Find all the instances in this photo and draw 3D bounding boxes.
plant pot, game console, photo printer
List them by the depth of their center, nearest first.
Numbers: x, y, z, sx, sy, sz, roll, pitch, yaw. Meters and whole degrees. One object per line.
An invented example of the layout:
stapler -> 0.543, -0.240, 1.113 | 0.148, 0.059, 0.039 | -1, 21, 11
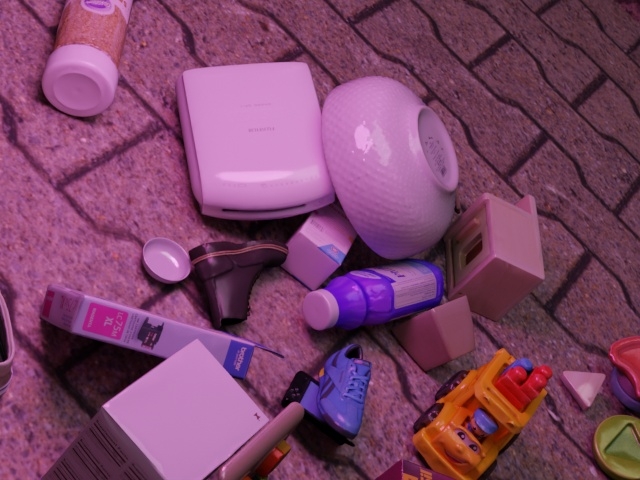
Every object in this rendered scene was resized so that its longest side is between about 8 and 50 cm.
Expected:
game console -> 0.008, 0.262, 1.754 | 0.122, 0.071, 0.107 | 37, 46, -8
photo printer -> -0.111, -0.170, 1.962 | 0.256, 0.107, 0.308 | -5, 55, -11
plant pot -> 0.211, 0.170, 1.990 | 0.109, 0.109, 0.096 | -17, 80, -47

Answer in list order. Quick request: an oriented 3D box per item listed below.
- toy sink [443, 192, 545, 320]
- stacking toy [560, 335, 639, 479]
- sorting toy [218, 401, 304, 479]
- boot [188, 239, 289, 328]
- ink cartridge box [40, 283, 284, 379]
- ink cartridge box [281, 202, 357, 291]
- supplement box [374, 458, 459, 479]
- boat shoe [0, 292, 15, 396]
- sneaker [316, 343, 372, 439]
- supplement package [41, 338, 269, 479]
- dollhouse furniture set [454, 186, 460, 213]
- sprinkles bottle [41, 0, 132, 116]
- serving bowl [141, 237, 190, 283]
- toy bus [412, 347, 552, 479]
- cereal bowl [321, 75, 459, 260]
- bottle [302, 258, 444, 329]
toy sink -> 0.332, 0.009, 2.192 | 0.131, 0.153, 0.234 | 25, 43, -20
stacking toy -> 0.619, 0.358, 2.192 | 0.279, 0.130, 0.309 | -12, 57, -15
sorting toy -> -0.105, 0.330, 1.494 | 0.038, 0.208, 0.193 | 38, 38, 13
boot -> -0.122, 0.074, 1.836 | 0.198, 0.077, 0.137 | -4, 72, -42
ink cartridge box -> -0.225, 0.135, 1.597 | 0.311, 0.186, 0.065 | 17, 86, -26
ink cartridge box -> 0.000, 0.000, 1.971 | 0.092, 0.090, 0.143 | 39, 38, -5
supplement box -> 0.181, 0.427, 1.743 | 0.188, 0.081, 0.104 | 24, 43, -21
boat shoe -> -0.472, 0.069, 1.513 | 0.109, 0.094, 0.302 | -5, 58, -42
sneaker -> 0.043, 0.228, 1.755 | 0.069, 0.082, 0.209 | 36, 18, -15
supplement package -> -0.216, 0.272, 1.457 | 0.149, 0.203, 0.194 | 48, 39, 6
dollhouse furniture set -> 0.177, -0.094, 2.245 | 0.181, 0.161, 0.101 | -7, 93, 0
sprinkles bottle -> -0.396, -0.373, 1.957 | 0.121, 0.121, 0.355 | 23, 42, -22
serving bowl -> -0.249, 0.036, 1.781 | 0.083, 0.027, 0.083 | 22, 44, -23
toy bus -> 0.285, 0.282, 1.861 | 0.149, 0.211, 0.220 | 47, 41, 2
cereal bowl -> 0.147, -0.142, 1.983 | 0.339, 0.141, 0.339 | 41, 39, -44
bottle -> 0.090, 0.096, 1.941 | 0.282, 0.118, 0.092 | -11, 106, -44
